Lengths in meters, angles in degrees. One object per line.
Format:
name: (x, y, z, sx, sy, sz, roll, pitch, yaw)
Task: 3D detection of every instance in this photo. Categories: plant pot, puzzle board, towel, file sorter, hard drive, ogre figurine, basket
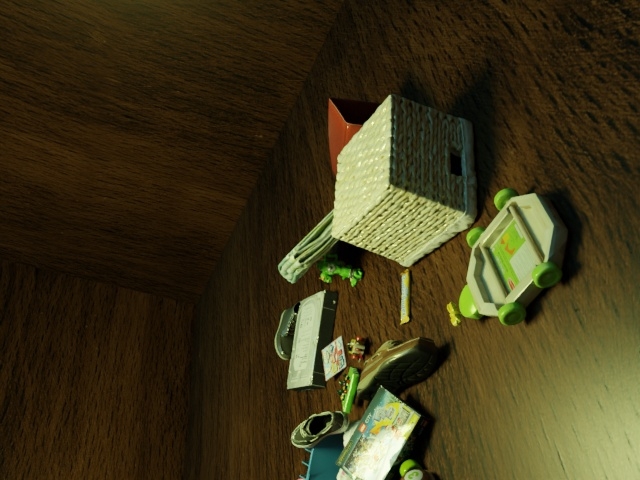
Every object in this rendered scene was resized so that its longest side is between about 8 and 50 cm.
plant pot: (0.160, -0.292, 2.072, 0.267, 0.267, 0.235, -111, 28, -59)
puzzle board: (0.043, 0.387, 2.138, 0.096, 0.011, 0.128, -40, 34, 25)
towel: (0.000, 0.000, 2.211, 0.320, 0.090, 0.374, -44, 0, -12)
file sorter: (0.014, 0.630, 1.921, 0.104, 0.118, 0.170, 158, 125, -69)
hard drive: (-0.032, 0.363, 2.328, 0.237, 0.064, 0.339, 148, 133, -62)
ogre figurine: (0.057, 0.099, 2.211, 0.197, 0.118, 0.097, -120, 49, -64)
basket: (0.223, -0.158, 1.760, 0.331, 0.266, 0.328, -42, 36, 52)

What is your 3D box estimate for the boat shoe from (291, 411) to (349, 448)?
boat shoe: (-0.018, 0.527, 1.830, 0.219, 0.070, 0.077, -36, 49, 35)

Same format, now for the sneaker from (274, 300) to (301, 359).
sneaker: (-0.116, 0.347, 2.530, 0.118, 0.083, 0.222, -48, 31, 49)

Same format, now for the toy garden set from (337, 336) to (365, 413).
toy garden set: (0.085, 0.380, 1.887, 0.244, 0.049, 0.203, 80, -156, -82)

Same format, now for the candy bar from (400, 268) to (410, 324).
candy bar: (0.239, 0.159, 1.829, 0.040, 0.018, 0.161, 137, 143, -55)

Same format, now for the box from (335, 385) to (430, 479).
box: (0.153, 0.502, 1.615, 0.159, 0.044, 0.233, 28, 87, 53)

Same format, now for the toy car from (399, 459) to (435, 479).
toy car: (0.159, 0.581, 1.465, 0.155, 0.188, 0.149, -141, 68, -68)

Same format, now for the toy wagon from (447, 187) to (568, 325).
toy wagon: (0.396, 0.060, 1.418, 0.267, 0.068, 0.344, -98, 30, -49)

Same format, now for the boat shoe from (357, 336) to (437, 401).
boat shoe: (0.188, 0.318, 1.698, 0.324, 0.123, 0.120, -49, 27, 48)

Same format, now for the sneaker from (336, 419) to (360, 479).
sneaker: (0.111, 0.591, 1.714, 0.111, 0.103, 0.252, 132, 147, -54)

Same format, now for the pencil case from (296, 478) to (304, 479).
pencil case: (-0.027, 0.817, 1.922, 0.098, 0.095, 0.209, 105, 167, -56)
